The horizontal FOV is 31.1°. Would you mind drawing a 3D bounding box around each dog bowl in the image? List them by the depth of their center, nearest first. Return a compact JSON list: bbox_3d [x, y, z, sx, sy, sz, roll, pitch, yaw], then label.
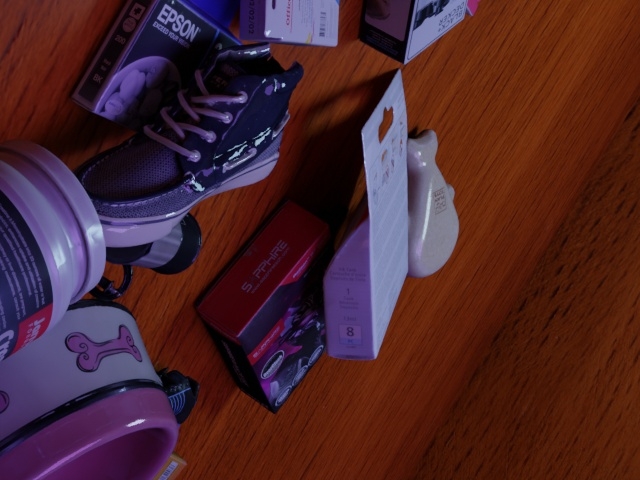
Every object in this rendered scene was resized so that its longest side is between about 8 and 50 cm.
[{"bbox_3d":[-0.333,0.253,1.264,0.408,0.150,0.408,-36,162,-13],"label":"dog bowl"}]

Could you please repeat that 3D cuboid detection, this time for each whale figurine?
[{"bbox_3d":[0.161,-0.068,2.118,0.216,0.141,0.272,-29,121,-46],"label":"whale figurine"}]

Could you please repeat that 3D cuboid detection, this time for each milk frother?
[{"bbox_3d":[-0.231,0.011,1.333,0.143,0.129,0.135,-65,162,1],"label":"milk frother"}]

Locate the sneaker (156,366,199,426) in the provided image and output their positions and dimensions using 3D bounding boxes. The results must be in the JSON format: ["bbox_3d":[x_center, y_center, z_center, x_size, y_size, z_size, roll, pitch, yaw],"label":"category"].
[{"bbox_3d":[-0.243,0.227,1.683,0.090,0.081,0.232,-59,166,-5],"label":"sneaker"}]

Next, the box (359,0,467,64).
[{"bbox_3d":[0.152,-0.415,1.634,0.169,0.087,0.290,-41,153,-36],"label":"box"}]

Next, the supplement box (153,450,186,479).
[{"bbox_3d":[-0.282,0.320,1.718,0.080,0.078,0.233,-50,157,-10],"label":"supplement box"}]

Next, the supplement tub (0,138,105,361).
[{"bbox_3d":[-0.347,0.036,1.029,0.272,0.191,0.191,-36,150,-43],"label":"supplement tub"}]

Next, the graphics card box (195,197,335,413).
[{"bbox_3d":[-0.066,0.119,1.889,0.233,0.094,0.371,-51,159,-18],"label":"graphics card box"}]

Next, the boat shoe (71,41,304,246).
[{"bbox_3d":[-0.147,-0.118,1.240,0.340,0.127,0.158,-35,153,-53],"label":"boat shoe"}]

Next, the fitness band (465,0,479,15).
[{"bbox_3d":[0.257,-0.481,1.831,0.209,0.054,0.291,-60,160,-2],"label":"fitness band"}]

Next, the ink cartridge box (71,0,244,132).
[{"bbox_3d":[-0.163,-0.214,1.288,0.208,0.045,0.206,-60,158,3],"label":"ink cartridge box"}]

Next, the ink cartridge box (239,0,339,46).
[{"bbox_3d":[-0.044,-0.288,1.374,0.181,0.062,0.104,-11,105,-62],"label":"ink cartridge box"}]

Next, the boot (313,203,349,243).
[{"bbox_3d":[0.000,0.000,1.953,0.106,0.037,0.114,-22,144,-53],"label":"boot"}]

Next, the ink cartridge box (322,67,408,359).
[{"bbox_3d":[0.072,-0.049,1.847,0.308,0.091,0.384,-61,150,-60],"label":"ink cartridge box"}]
